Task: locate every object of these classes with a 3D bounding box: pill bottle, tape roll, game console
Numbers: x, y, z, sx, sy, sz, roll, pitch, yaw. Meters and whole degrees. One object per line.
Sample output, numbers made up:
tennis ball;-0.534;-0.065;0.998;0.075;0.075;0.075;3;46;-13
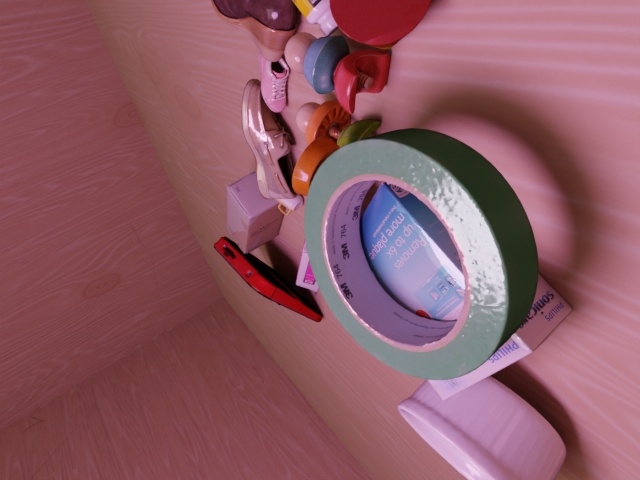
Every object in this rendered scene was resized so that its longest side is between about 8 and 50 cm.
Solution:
pill bottle;-0.009;-0.371;0.658;0.116;0.065;0.065;49;161;-13
tape roll;0.109;0.021;0.577;0.321;0.077;0.322;26;127;41
game console;-0.195;0.140;1.576;0.386;0.060;0.342;37;177;46

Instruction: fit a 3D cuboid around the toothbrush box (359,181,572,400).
toothbrush box;0.184;0.065;0.684;0.296;0.126;0.216;52;144;17

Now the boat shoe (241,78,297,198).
boat shoe;-0.113;-0.236;1.056;0.098;0.109;0.303;6;126;19

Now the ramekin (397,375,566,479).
ramekin;0.288;0.345;0.784;0.277;0.135;0.277;41;165;13

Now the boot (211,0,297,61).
boot;-0.114;-0.476;0.784;0.249;0.090;0.207;52;146;21

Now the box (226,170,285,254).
box;-0.206;-0.086;1.378;0.121;0.147;0.311;54;159;11

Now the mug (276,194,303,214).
mug;-0.082;-0.111;1.192;0.064;0.062;0.078;44;161;15

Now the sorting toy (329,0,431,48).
sorting toy;0.018;-0.389;0.586;0.366;0.127;0.126;59;-171;10

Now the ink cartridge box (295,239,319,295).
ink cartridge box;0.000;0.000;0.945;0.069;0.176;0.371;14;162;1

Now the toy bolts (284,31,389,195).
toy bolts;-0.010;-0.208;0.704;0.158;0.218;0.229;34;143;22

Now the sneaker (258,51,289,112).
sneaker;-0.094;-0.333;0.929;0.070;0.050;0.135;41;149;50
